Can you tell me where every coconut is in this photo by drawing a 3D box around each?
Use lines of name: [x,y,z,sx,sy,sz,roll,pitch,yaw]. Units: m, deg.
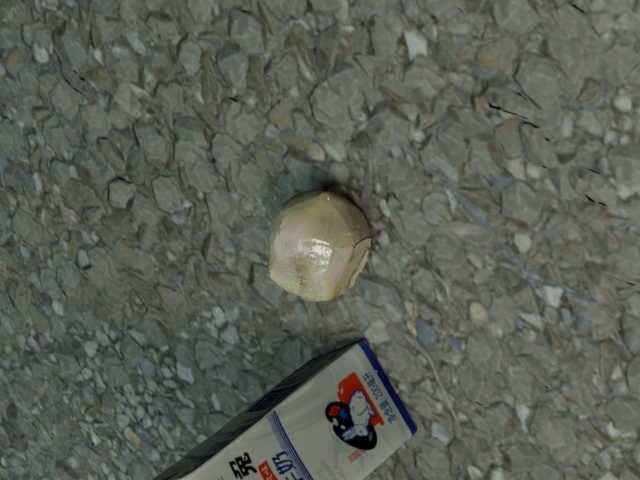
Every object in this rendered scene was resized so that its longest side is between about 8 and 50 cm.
coconut: [0.000,0.000,1.744,0.110,0.110,0.124,31,138,23]

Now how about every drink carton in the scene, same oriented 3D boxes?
drink carton: [-0.046,0.239,1.772,0.106,0.315,0.131,-27,96,47]
